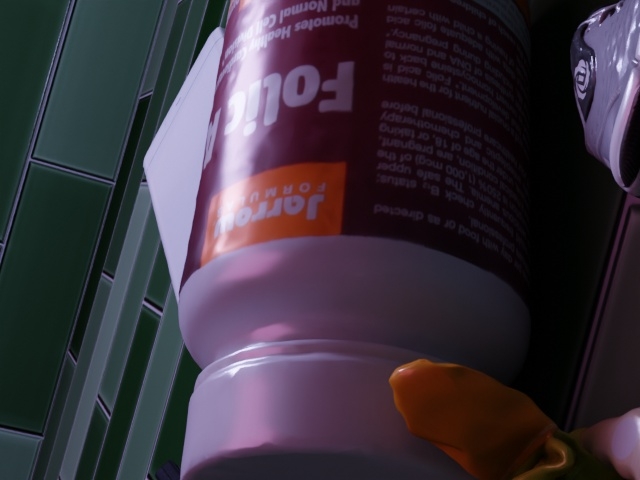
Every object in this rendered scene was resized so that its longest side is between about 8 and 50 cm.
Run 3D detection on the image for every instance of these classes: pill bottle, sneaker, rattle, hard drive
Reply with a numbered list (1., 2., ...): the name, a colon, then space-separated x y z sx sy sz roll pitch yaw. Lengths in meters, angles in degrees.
1. pill bottle: 0.027 -0.013 0.793 0.224 0.224 0.392 131 150 -54
2. sneaker: 0.188 -0.142 0.648 0.132 0.086 0.228 -124 51 -71
3. rattle: 0.102 0.164 0.557 0.130 0.143 0.199 -21 47 46
4. hard drive: -0.135 -0.093 1.495 0.233 0.047 0.353 -58 30 22

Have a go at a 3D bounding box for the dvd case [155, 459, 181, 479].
1. dvd case: -0.032 0.248 0.853 0.022 0.180 0.253 -44 13 -11
